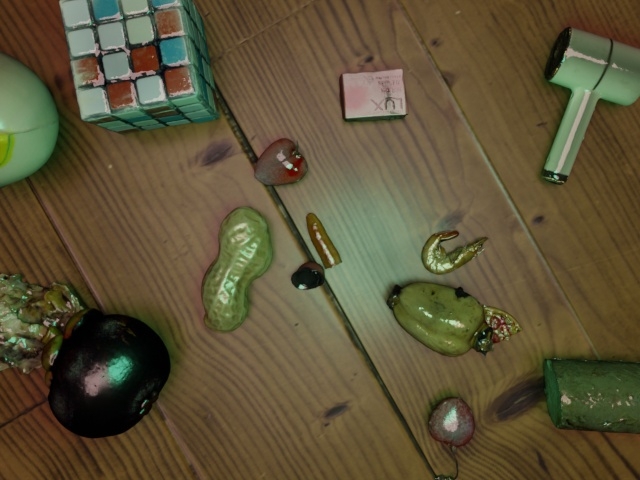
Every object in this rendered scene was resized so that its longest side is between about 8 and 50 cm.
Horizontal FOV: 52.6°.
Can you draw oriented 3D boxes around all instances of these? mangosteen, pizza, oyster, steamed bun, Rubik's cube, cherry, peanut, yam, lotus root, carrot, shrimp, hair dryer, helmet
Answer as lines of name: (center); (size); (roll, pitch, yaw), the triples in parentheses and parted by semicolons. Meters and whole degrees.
mangosteen: (-0.496, 0.280, 1.434); (0.302, 0.275, 0.275); (31, 91, 13)
pizza: (0.429, 0.204, 1.525); (0.099, 0.029, 0.100); (1, 91, 0)
oyster: (-0.735, 0.195, 1.497); (0.351, 0.115, 0.238); (12, 92, -15)
steamed bun: (-0.761, -0.268, 1.388); (0.373, 0.334, 0.334); (10, 91, 4)
Rubik's cube: (-0.381, -0.388, 1.413); (0.253, 0.259, 0.256); (-10, 91, 0)
cherry: (-0.090, -0.181, 1.499); (0.126, 0.087, 0.106); (-8, 98, 19)
peanut: (-0.193, 0.070, 1.489); (0.136, 0.120, 0.298); (20, 94, 5)
yam: (0.660, 0.349, 1.458); (0.304, 0.168, 0.168); (3, 91, 2)
lotus root: (0.277, 0.174, 1.474); (0.256, 0.140, 0.154); (27, 105, 10)
carrot: (0.000, 0.000, 1.522); (0.048, 0.048, 0.139); (-28, 88, 1)
shrimp: (0.313, 0.017, 1.525); (0.162, 0.045, 0.095); (-30, 70, 6)
cherry: (0.294, 0.466, 1.507); (0.107, 0.090, 0.226); (10, 100, -11)
hair dryer: (0.589, -0.281, 1.479); (0.203, 0.128, 0.362); (18, 99, -1)
helmet: (-0.026, 0.077, 1.520); (0.084, 0.049, 0.065); (-16, 125, 27)

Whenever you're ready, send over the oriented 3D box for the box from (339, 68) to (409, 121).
box: (0.123, -0.336, 1.506); (0.156, 0.060, 0.111); (-5, 92, 2)
